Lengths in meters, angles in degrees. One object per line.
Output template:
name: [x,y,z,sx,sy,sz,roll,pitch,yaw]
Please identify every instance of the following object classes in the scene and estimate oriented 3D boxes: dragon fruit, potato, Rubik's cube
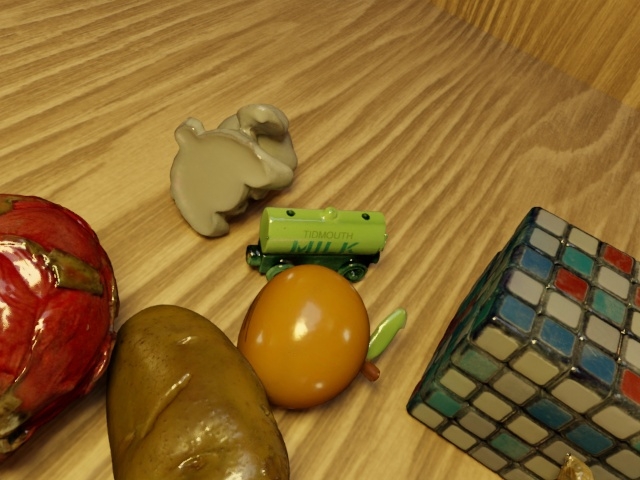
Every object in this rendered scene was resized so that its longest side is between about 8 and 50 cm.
dragon fruit: [-0.383,0.088,0.643,0.277,0.277,0.342,-4,29,-22]
potato: [-0.170,0.227,0.679,0.176,0.195,0.369,11,32,-42]
Rubik's cube: [0.349,0.178,0.811,0.293,0.292,0.287,31,47,12]

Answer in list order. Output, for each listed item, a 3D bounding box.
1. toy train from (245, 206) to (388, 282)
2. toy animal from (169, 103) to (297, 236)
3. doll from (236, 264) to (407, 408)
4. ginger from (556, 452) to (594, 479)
toy train: [0.000,0.000,0.944,0.253,0.157,0.105,1,49,-19]
toy animal: [-0.142,-0.162,1.006,0.206,0.272,0.265,49,34,-7]
doll: [0.003,0.152,0.788,0.236,0.213,0.213,25,45,-11]
ginger: [0.218,0.401,0.665,0.334,0.081,0.148,-32,28,-7]
